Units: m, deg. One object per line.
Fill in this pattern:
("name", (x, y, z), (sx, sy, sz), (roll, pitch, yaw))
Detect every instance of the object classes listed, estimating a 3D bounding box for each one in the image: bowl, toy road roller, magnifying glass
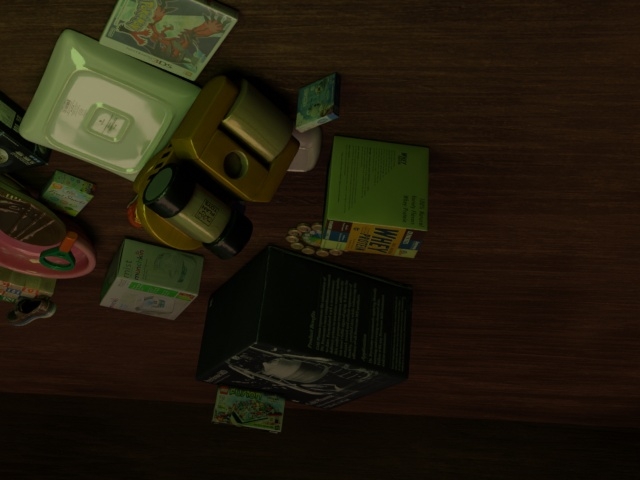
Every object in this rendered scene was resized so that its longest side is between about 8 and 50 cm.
("bowl", (-0.069, -0.190, 1.595), (0.142, 0.053, 0.142), (5, 152, -1))
("toy road roller", (-0.223, -0.139, 1.478), (0.202, 0.329, 0.240), (39, 164, -34))
("magnifying glass", (-0.668, 0.029, 1.993), (0.092, 0.026, 0.231), (18, 152, -23))

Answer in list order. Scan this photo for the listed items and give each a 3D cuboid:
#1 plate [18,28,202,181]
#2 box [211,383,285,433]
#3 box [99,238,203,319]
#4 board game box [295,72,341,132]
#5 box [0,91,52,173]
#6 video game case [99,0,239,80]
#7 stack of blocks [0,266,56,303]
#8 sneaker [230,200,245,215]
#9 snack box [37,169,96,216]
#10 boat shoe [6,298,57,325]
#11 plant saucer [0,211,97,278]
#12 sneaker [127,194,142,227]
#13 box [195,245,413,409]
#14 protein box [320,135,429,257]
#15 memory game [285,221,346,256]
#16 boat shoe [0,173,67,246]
("plate", (-0.406, -0.235, 1.475), (0.278, 0.045, 0.277), (22, 130, -25))
("box", (-0.214, 0.504, 2.302), (0.207, 0.114, 0.036), (11, 155, -11))
("box", (-0.487, 0.114, 2.204), (0.231, 0.126, 0.262), (15, 153, -22))
("board game box", (-0.004, -0.253, 1.413), (0.090, 0.090, 0.020), (-18, 147, 37))
("box", (-0.677, -0.224, 1.610), (0.147, 0.077, 0.180), (-7, 151, 24))
("video game case", (-0.263, -0.363, 1.316), (0.183, 0.023, 0.201), (18, 151, -24))
("stack of blocks", (-0.962, 0.110, 2.320), (0.297, 0.087, 0.171), (18, 151, -24))
("sneaker", (-0.296, -0.124, 1.712), (0.182, 0.127, 0.315), (-1, 146, 20))
("snack box", (-0.618, -0.112, 1.867), (0.100, 0.037, 0.141), (20, 150, -29))
("boat shoe", (-0.893, 0.208, 2.343), (0.183, 0.066, 0.066), (-17, 143, 20))
("plant saucer", (-0.766, 0.001, 2.071), (0.332, 0.084, 0.332), (4, 153, 2))
("sneaker", (-0.444, -0.067, 1.895), (0.064, 0.067, 0.175), (12, 154, -17))
("box", (-0.054, 0.279, 2.271), (0.472, 0.297, 0.480), (19, 151, -21))
("protein box", (0.112, -0.088, 1.599), (0.201, 0.200, 0.136), (6, 154, -3))
("memory game", (0.000, 0.000, 2.007), (0.186, 0.012, 0.186), (4, 153, 2))
("boat shoe", (-0.741, -0.111, 1.809), (0.123, 0.123, 0.342), (-35, 132, 22))
